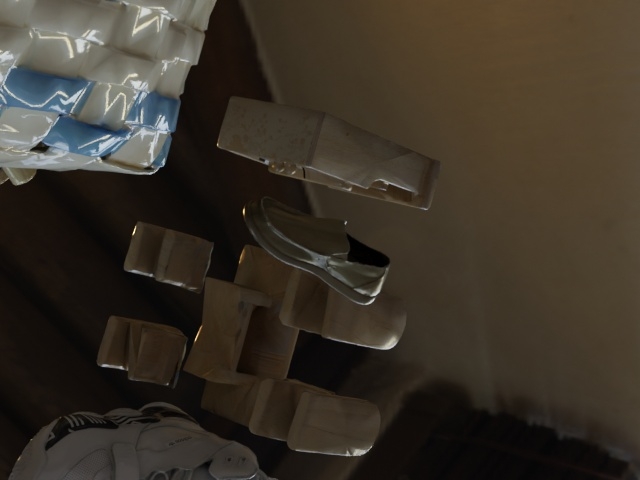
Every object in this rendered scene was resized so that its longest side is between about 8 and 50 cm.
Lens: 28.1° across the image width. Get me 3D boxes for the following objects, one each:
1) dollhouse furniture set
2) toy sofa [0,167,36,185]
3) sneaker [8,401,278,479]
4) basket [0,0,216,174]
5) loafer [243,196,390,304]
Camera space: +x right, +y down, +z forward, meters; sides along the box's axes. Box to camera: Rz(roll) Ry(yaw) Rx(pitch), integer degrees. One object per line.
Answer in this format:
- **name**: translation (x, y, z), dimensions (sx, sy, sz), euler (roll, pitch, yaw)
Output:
- **dollhouse furniture set**: translation (-0.033, 0.045, 1.642), dimensions (0.256, 0.362, 0.394), euler (16, -91, -50)
- **toy sofa**: translation (-0.387, -0.185, 1.309), dimensions (0.177, 0.362, 0.150), euler (-36, -51, -15)
- **sneaker**: translation (-0.204, 0.296, 1.545), dimensions (0.366, 0.210, 0.137), euler (-6, -68, -63)
- **basket**: translation (-0.125, -0.171, 0.410), dimensions (0.254, 0.201, 0.289), euler (4, -76, -64)
- **loafer**: translation (0.000, 0.000, 1.110), dimensions (0.148, 0.056, 0.050), euler (31, -62, -24)
